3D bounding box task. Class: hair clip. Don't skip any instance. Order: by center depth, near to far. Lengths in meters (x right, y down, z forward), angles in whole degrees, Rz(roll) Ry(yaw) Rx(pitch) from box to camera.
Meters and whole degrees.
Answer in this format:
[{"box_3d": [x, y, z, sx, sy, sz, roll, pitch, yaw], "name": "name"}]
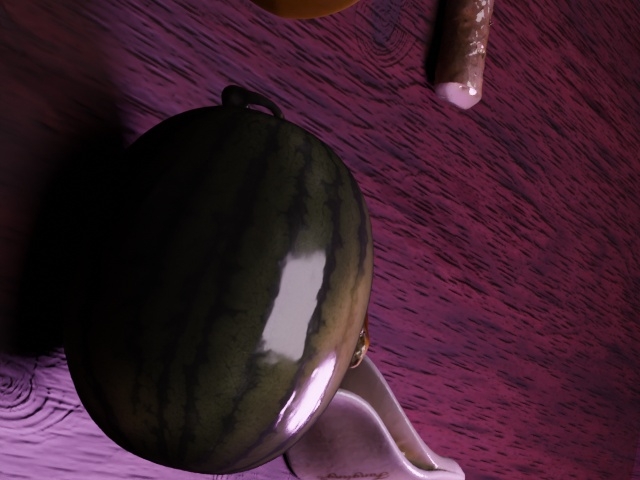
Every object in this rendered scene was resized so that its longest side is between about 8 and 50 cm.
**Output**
[{"box_3d": [0.043, 0.234, 2.084, 0.282, 0.173, 0.113, 64, 34, -36], "name": "hair clip"}]

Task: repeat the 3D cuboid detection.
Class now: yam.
[{"box_3d": [0.210, -0.352, 2.322, 0.081, 0.081, 0.356, 26, 73, -64], "name": "yam"}]

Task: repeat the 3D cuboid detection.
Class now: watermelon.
[{"box_3d": [-0.090, 0.033, 1.596, 0.279, 0.279, 0.359, 44, 61, -60], "name": "watermelon"}]

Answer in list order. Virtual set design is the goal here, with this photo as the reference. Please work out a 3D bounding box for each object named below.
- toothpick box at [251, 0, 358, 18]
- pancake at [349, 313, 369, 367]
[{"box_3d": [0.020, -0.446, 1.514, 0.425, 0.409, 0.409, -68, 152, -17], "name": "toothpick box"}, {"box_3d": [0.000, 0.000, 1.921, 0.266, 0.057, 0.244, -97, 168, -74], "name": "pancake"}]
